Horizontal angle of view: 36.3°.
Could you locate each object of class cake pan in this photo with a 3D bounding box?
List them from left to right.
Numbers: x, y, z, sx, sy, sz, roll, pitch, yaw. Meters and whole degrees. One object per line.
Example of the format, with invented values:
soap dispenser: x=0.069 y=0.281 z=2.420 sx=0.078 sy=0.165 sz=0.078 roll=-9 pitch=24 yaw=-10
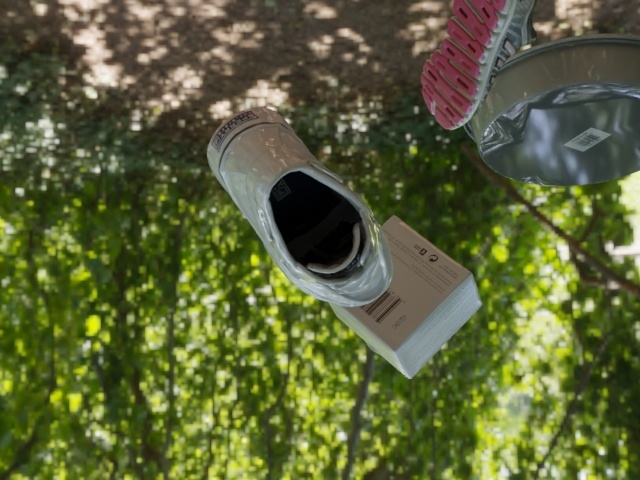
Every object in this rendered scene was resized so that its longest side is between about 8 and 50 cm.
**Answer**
cake pan: x=0.323 y=-0.148 z=1.209 sx=0.293 sy=0.054 sz=0.293 roll=0 pitch=155 yaw=0

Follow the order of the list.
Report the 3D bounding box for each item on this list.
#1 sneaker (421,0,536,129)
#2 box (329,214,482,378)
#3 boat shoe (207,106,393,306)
sneaker: x=0.139 y=-0.161 z=0.809 sx=0.075 sy=0.063 sz=0.170 roll=-26 pitch=152 yaw=-29
box: x=0.132 y=0.091 z=1.586 sx=0.181 sy=0.182 sz=0.119 roll=39 pitch=168 yaw=32
boat shoe: x=0.000 y=0.000 z=0.773 sx=0.095 sy=0.084 sz=0.258 roll=-43 pitch=141 yaw=4
